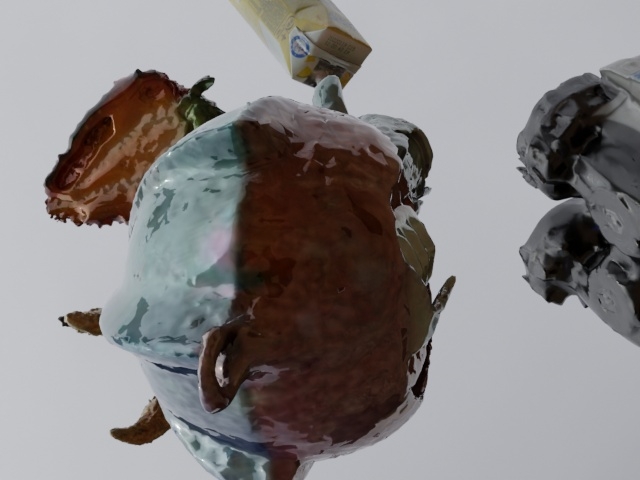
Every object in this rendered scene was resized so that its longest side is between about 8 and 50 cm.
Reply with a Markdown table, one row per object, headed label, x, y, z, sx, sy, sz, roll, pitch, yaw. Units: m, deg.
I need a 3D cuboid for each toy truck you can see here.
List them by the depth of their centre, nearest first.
| label | x | y | z | sx | sy | sz | roll | pitch | yaw |
| --- | --- | --- | --- | --- | --- | --- | --- | --- | --- |
| toy truck | 0.230 | -0.016 | 0.747 | 0.177 | 0.161 | 0.213 | -28 | -44 | -17 |

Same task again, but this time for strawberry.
| label | x | y | z | sx | sy | sz | roll | pitch | yaw |
| --- | --- | --- | --- | --- | --- | --- | --- | --- | --- |
| strawberry | -0.165 | -0.081 | 1.215 | 0.192 | 0.140 | 0.085 | -62 | -13 | 5 |

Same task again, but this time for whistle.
| label | x | y | z | sx | sy | sz | roll | pitch | yaw |
| --- | --- | --- | --- | --- | --- | --- | --- | --- | --- |
| whistle | 0.001 | 0.001 | 0.562 | 0.142 | 0.134 | 0.346 | 63 | -161 | -8 |

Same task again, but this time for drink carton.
| label | x | y | z | sx | sy | sz | roll | pitch | yaw |
| --- | --- | --- | --- | --- | --- | --- | --- | --- | --- |
| drink carton | -0.011 | -0.189 | 1.188 | 0.084 | 0.200 | 0.074 | 19 | -64 | -46 |

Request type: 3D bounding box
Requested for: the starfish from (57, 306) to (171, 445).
| label | x | y | z | sx | sy | sz | roll | pitch | yaw |
| --- | --- | --- | --- | --- | --- | --- | --- | --- | --- |
| starfish | -0.095 | 0.067 | 1.191 | 0.302 | 0.060 | 0.299 | -27 | -93 | -35 |
